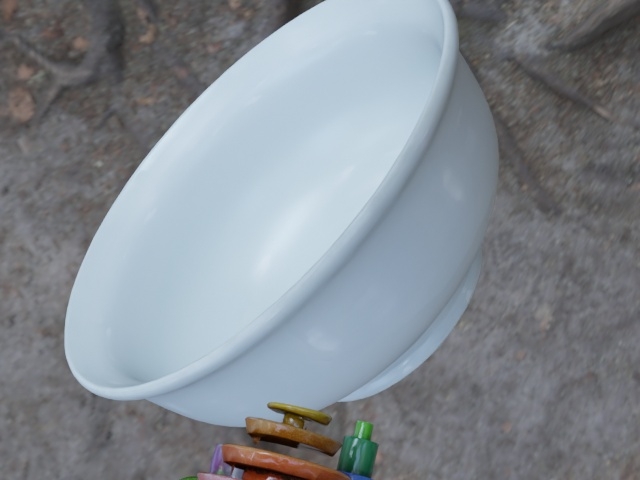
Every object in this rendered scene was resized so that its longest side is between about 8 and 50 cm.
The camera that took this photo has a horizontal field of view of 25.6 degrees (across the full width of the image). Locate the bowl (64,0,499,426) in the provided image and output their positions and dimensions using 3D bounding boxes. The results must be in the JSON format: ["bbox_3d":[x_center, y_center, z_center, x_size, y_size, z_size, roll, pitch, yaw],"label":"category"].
[{"bbox_3d":[0.000,0.000,0.820,0.298,0.297,0.134,-32,120,29],"label":"bowl"}]

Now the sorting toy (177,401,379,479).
[{"bbox_3d":[-0.011,0.071,0.436,0.061,0.102,0.042,17,76,-13],"label":"sorting toy"}]
